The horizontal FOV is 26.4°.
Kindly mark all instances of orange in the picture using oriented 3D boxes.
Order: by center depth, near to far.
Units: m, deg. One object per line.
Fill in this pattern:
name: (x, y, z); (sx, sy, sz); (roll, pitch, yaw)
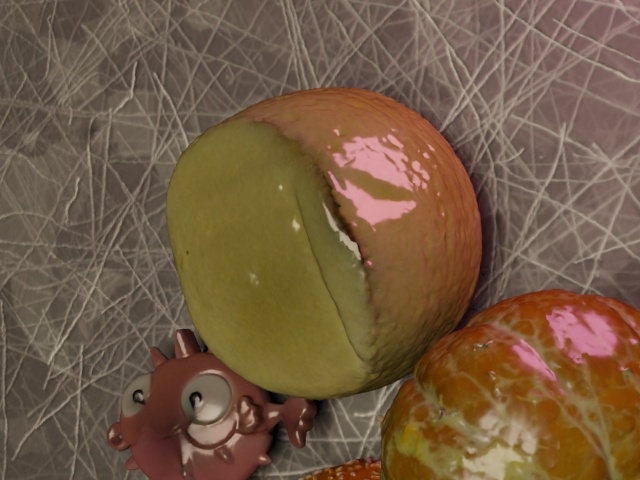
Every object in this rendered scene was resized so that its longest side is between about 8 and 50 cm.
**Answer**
orange: (0.202, 0.197, 1.258); (0.249, 0.329, 0.329); (30, 102, 44)

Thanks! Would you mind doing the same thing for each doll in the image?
doll: (-0.125, 0.202, 1.516); (0.262, 0.093, 0.211); (-4, 81, 26)

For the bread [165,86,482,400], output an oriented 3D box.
bread: (0.007, -0.001, 1.395); (0.320, 0.237, 0.320); (3, 96, 38)

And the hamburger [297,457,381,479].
hamburger: (-0.026, 0.345, 1.404); (0.295, 0.227, 0.151); (-29, 101, 19)
